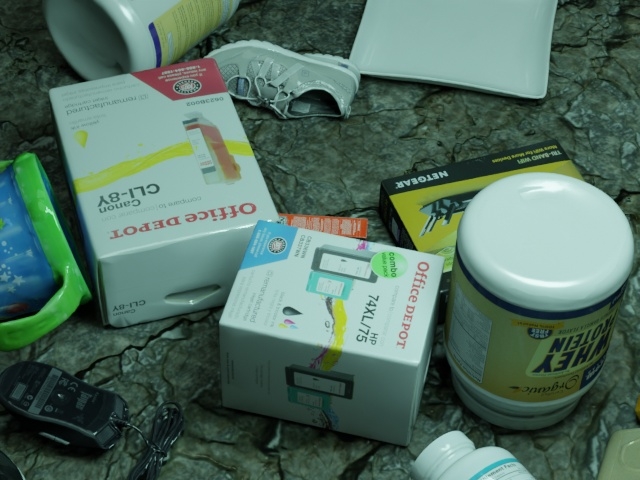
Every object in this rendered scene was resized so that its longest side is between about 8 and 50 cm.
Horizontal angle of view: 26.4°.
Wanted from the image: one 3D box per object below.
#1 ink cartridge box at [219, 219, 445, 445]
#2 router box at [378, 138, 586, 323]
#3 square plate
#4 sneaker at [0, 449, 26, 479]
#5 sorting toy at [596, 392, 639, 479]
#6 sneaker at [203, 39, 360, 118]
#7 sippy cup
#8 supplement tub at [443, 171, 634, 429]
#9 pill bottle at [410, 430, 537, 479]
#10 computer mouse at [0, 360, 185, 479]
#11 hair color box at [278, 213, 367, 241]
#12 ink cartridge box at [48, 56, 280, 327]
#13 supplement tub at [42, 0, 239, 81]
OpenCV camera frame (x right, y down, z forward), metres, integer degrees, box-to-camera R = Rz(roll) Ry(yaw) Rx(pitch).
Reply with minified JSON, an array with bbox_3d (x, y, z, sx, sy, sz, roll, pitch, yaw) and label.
[{"bbox_3d":[0.018,0.127,1.878,0.270,0.197,0.198,11,49,8],"label":"ink cartridge box"},{"bbox_3d":[0.274,-0.020,2.097,0.309,0.081,0.243,-15,50,-14],"label":"router box"},{"bbox_3d":[0.245,-0.379,2.446,0.344,0.049,0.347,9,48,6],"label":"square plate"},{"bbox_3d":[-0.415,0.329,1.733,0.107,0.124,0.283,-24,52,-22],"label":"sneaker"},{"bbox_3d":[0.472,0.283,1.780,0.229,0.041,0.307,-16,23,31],"label":"sorting toy"},{"bbox_3d":[-0.074,-0.262,2.293,0.281,0.105,0.115,3,48,1],"label":"sneaker"},{"bbox_3d":[-0.473,0.020,1.963,0.224,0.240,0.305,-23,13,-7],"label":"sippy cup"},{"bbox_3d":[0.285,0.089,1.840,0.228,0.316,0.228,1,48,-1],"label":"supplement tub"},{"bbox_3d":[0.229,0.361,1.707,0.146,0.146,0.264,-28,53,-24],"label":"pill bottle"},{"bbox_3d":[-0.327,0.270,1.837,0.262,0.060,0.184,17,44,-2],"label":"computer mouse"},{"bbox_3d":[0.000,0.000,2.079,0.141,0.072,0.043,3,48,3],"label":"hair color box"},{"bbox_3d":[-0.240,-0.082,2.087,0.279,0.160,0.384,-13,49,-13],"label":"ink cartridge box"},{"bbox_3d":[-0.288,-0.431,2.350,0.241,0.241,0.331,29,53,23],"label":"supplement tub"}]
